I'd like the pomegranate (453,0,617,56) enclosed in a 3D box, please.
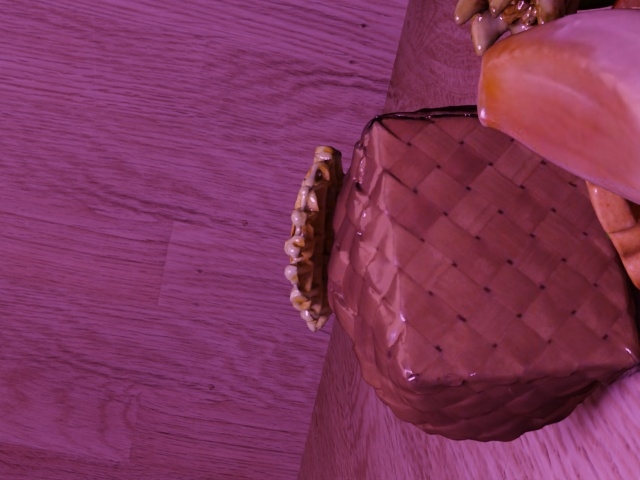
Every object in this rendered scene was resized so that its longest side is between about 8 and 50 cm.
[{"bbox_3d":[0.257,-0.305,0.932,0.310,0.216,0.359,127,164,-73],"label":"pomegranate"}]

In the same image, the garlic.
[{"bbox_3d":[0.241,-0.098,0.742,0.318,0.112,0.143,30,103,48],"label":"garlic"}]

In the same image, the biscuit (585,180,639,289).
[{"bbox_3d":[0.265,-0.073,0.928,0.212,0.041,0.239,62,-152,-15],"label":"biscuit"}]

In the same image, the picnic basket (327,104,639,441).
[{"bbox_3d":[0.150,0.046,1.069,0.337,0.292,0.337,176,90,-85],"label":"picnic basket"}]

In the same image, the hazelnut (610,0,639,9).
[{"bbox_3d":[0.300,-0.158,0.841,0.143,0.143,0.154,-102,32,-74],"label":"hazelnut"}]

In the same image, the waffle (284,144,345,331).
[{"bbox_3d":[0.000,0.000,1.088,0.183,0.036,0.169,74,-151,-51],"label":"waffle"}]
